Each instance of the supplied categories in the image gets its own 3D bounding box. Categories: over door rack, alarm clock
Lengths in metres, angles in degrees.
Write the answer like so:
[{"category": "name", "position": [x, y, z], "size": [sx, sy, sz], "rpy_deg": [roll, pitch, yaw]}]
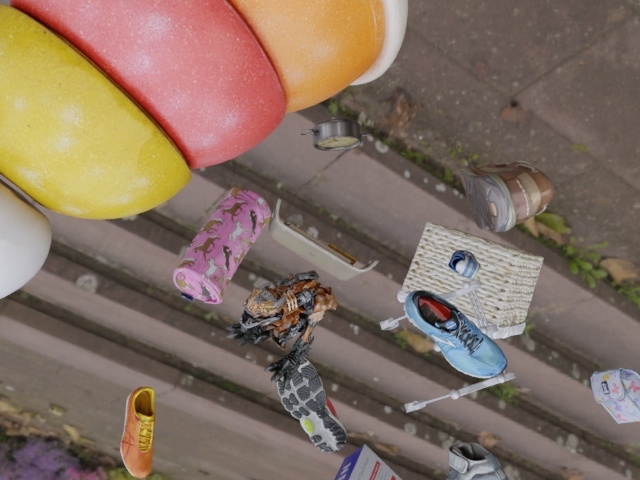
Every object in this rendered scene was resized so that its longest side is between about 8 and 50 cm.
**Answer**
[{"category": "over door rack", "position": [0.272, 0.258, 1.449], "size": [0.108, 0.239, 0.324], "rpy_deg": [1, 155, -40]}, {"category": "alarm clock", "position": [0.028, -0.281, 1.619], "size": [0.192, 0.064, 0.129], "rpy_deg": [-4, 174, -38]}]

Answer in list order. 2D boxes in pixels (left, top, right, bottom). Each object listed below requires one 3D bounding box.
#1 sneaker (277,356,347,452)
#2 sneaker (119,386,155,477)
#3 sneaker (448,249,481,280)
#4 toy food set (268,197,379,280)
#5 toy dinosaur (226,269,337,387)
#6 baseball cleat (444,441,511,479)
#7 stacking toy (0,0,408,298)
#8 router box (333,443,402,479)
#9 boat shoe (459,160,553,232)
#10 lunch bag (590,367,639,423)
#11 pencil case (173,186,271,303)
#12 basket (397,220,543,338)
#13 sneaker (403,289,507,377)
[{"category": "sneaker", "position": [-0.029, 0.393, 1.519], "size": [0.118, 0.107, 0.278], "rpy_deg": [-121, 7, -75]}, {"category": "sneaker", "position": [-0.356, 0.375, 1.215], "size": [0.064, 0.175, 0.067], "rpy_deg": [6, 155, -35]}, {"category": "sneaker", "position": [0.336, 0.049, 1.482], "size": [0.059, 0.053, 0.144], "rpy_deg": [19, -170, -9]}, {"category": "toy food set", "position": [0.000, 0.000, 1.667], "size": [0.306, 0.092, 0.220], "rpy_deg": [31, 167, -4]}, {"category": "toy dinosaur", "position": [-0.048, 0.148, 1.195], "size": [0.322, 0.218, 0.164], "rpy_deg": [16, -156, -43]}, {"category": "baseball cleat", "position": [0.213, 0.364, 0.928], "size": [0.072, 0.109, 0.206], "rpy_deg": [-10, 155, -34]}, {"category": "stacking toy", "position": [-0.189, -0.143, 0.546], "size": [0.351, 0.480, 0.350], "rpy_deg": [39, 168, 10]}, {"category": "router box", "position": [0.131, 0.662, 1.329], "size": [0.301, 0.335, 0.082], "rpy_deg": [44, 120, 1]}, {"category": "boat shoe", "position": [0.330, -0.085, 1.104], "size": [0.117, 0.324, 0.123], "rpy_deg": [-19, 101, 6]}, {"category": "lunch bag", "position": [0.457, 0.233, 0.937], "size": [0.083, 0.053, 0.071], "rpy_deg": [52, 156, 6]}, {"category": "pencil case", "position": [-0.287, 0.011, 1.856], "size": [0.160, 0.386, 0.167], "rpy_deg": [23, 143, 5]}, {"category": "basket", "position": [0.474, 0.122, 1.902], "size": [0.332, 0.266, 0.328], "rpy_deg": [22, -173, 32]}, {"category": "sneaker", "position": [0.178, 0.125, 0.829], "size": [0.162, 0.063, 0.073], "rpy_deg": [37, 171, 16]}]
